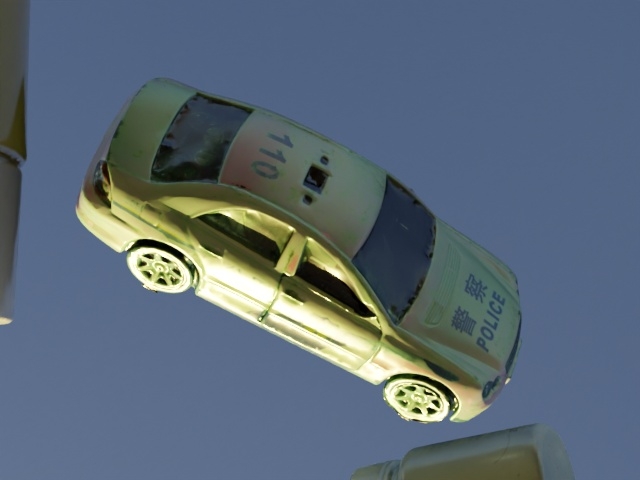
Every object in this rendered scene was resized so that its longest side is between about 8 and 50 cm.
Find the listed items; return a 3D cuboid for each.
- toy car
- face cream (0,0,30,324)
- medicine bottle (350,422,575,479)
[{"bbox_3d":[0.000,0.000,0.772,0.224,0.090,0.076,27,-40,-6],"label":"toy car"},{"bbox_3d":[-0.217,-0.063,0.602,0.218,0.218,0.179,1,-95,14],"label":"face cream"},{"bbox_3d":[0.056,0.101,0.647,0.083,0.047,0.047,-15,-87,23],"label":"medicine bottle"}]
